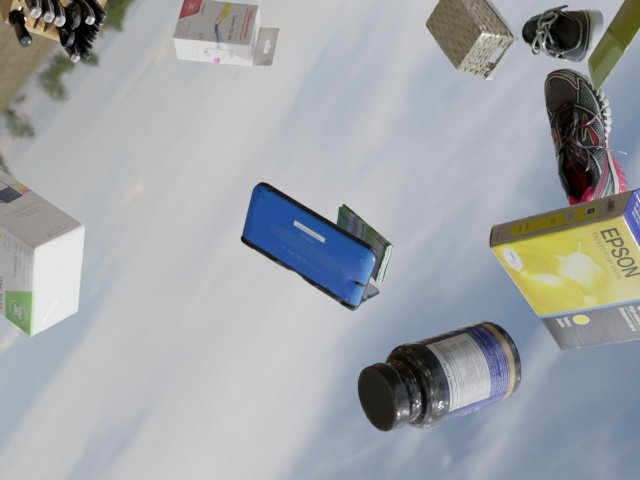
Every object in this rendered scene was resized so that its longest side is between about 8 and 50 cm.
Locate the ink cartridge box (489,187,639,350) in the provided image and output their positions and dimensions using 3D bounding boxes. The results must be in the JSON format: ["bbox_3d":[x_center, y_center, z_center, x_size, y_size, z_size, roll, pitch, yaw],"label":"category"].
[{"bbox_3d":[0.481,0.054,1.580,0.307,0.304,0.072,-14,-139,34],"label":"ink cartridge box"}]

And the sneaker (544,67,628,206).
[{"bbox_3d":[0.496,-0.194,1.847,0.120,0.112,0.299,-31,-112,45],"label":"sneaker"}]

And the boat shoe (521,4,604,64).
[{"bbox_3d":[0.488,-0.426,1.979,0.306,0.104,0.113,-104,-163,-71],"label":"boat shoe"}]

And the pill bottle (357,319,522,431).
[{"bbox_3d":[0.168,0.195,1.373,0.219,0.123,0.122,-13,177,-30],"label":"pill bottle"}]

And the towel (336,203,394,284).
[{"bbox_3d":[0.082,0.009,1.982,0.023,0.152,0.113,-27,145,-36],"label":"towel"}]

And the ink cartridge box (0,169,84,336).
[{"bbox_3d":[-0.598,-0.010,1.755,0.119,0.353,0.207,-33,146,-47],"label":"ink cartridge box"}]

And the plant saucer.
[{"bbox_3d":[0.520,-0.371,1.640,0.188,0.045,0.188,-57,173,-11],"label":"plant saucer"}]

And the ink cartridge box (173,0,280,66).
[{"bbox_3d":[-0.187,-0.421,1.956,0.067,0.198,0.115,90,7,-59],"label":"ink cartridge box"}]

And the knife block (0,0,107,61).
[{"bbox_3d":[-0.437,-0.371,1.448,0.088,0.275,0.242,-60,172,21],"label":"knife block"}]

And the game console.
[{"bbox_3d":[0.000,0.000,2.021,0.173,0.293,0.250,-47,162,-43],"label":"game console"}]

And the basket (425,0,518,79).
[{"bbox_3d":[0.302,-0.423,1.959,0.113,0.103,0.167,-57,-135,38],"label":"basket"}]
